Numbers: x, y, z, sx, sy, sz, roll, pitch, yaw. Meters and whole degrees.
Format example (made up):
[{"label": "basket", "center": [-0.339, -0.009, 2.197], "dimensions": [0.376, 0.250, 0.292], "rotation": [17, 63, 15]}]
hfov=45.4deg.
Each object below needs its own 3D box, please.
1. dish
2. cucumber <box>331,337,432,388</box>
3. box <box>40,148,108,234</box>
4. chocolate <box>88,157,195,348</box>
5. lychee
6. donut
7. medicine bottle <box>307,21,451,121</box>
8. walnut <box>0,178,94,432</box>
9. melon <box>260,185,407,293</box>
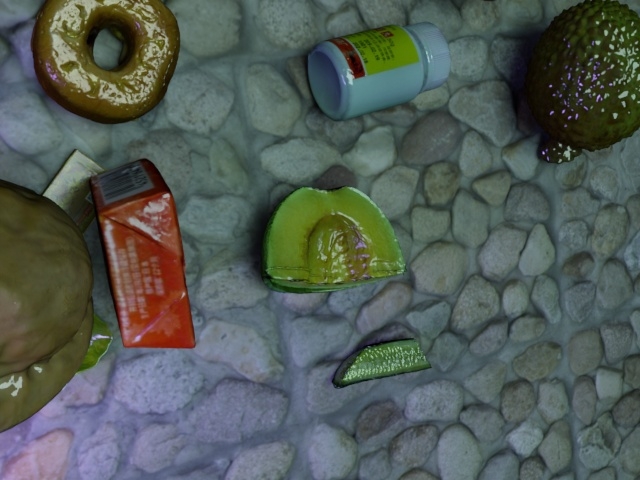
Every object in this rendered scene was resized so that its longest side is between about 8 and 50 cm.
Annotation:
[{"label": "dish", "center": [-0.392, 0.170, 1.188], "dimensions": [0.091, 0.039, 0.137], "rotation": [44, 77, -30]}, {"label": "cucumber", "center": [0.112, 0.227, 1.461], "dimensions": [0.220, 0.046, 0.071], "rotation": [-7, 97, -29]}, {"label": "box", "center": [-0.385, -0.053, 1.173], "dimensions": [0.089, 0.022, 0.156], "rotation": [37, 79, -28]}, {"label": "chocolate", "center": [-0.263, 0.019, 1.117], "dimensions": [0.107, 0.237, 0.235], "rotation": [-12, 112, -18]}, {"label": "lychee", "center": [0.525, -0.305, 1.488], "dimensions": [0.270, 0.270, 0.320], "rotation": [-45, 127, -16]}, {"label": "donut", "center": [-0.314, -0.285, 1.131], "dimensions": [0.226, 0.114, 0.227], "rotation": [-4, 99, -26]}, {"label": "medicine bottle", "center": [0.101, -0.299, 1.334], "dimensions": [0.225, 0.139, 0.139], "rotation": [-20, 105, -24]}, {"label": "walnut", "center": [-0.474, 0.069, 0.955], "dimensions": [0.383, 0.383, 0.384], "rotation": [-4, 98, -28]}, {"label": "melon", "center": [0.000, 0.000, 1.338], "dimensions": [0.265, 0.129, 0.169], "rotation": [-1, 74, -25]}]
